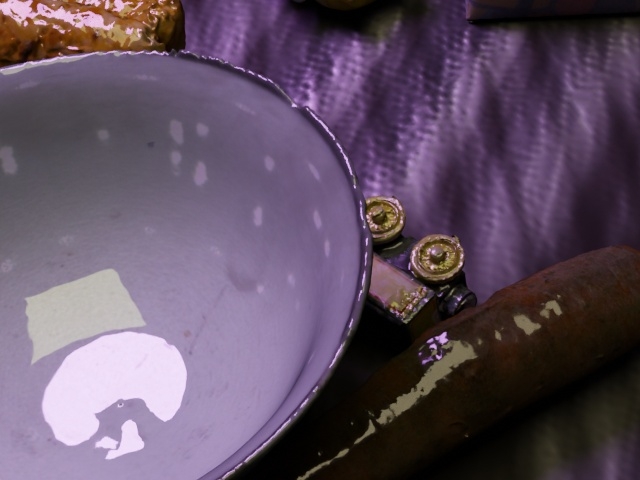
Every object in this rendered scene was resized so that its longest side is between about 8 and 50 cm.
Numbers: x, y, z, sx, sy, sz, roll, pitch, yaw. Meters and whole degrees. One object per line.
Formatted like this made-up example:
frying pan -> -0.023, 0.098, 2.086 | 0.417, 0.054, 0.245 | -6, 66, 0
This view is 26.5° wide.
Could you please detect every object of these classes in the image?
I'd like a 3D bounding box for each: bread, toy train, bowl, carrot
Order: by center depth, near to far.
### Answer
bowl -> -0.122, 0.056, 0.715 | 0.313, 0.146, 0.313 | -4, 48, 5
carrot -> 0.039, 0.096, 0.721 | 0.342, 0.070, 0.070 | -29, 53, -15
toy train -> 0.000, 0.000, 0.808 | 0.202, 0.060, 0.081 | 33, 68, 28
bread -> -0.187, -0.118, 0.893 | 0.211, 0.114, 0.083 | 10, 36, 14

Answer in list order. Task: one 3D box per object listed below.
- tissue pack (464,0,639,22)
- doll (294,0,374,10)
tissue pack -> 0.171, -0.210, 0.933 | 0.148, 0.108, 0.060 | -1, 48, 4
doll -> -0.006, -0.223, 0.991 | 0.106, 0.062, 0.162 | -31, 53, -25
